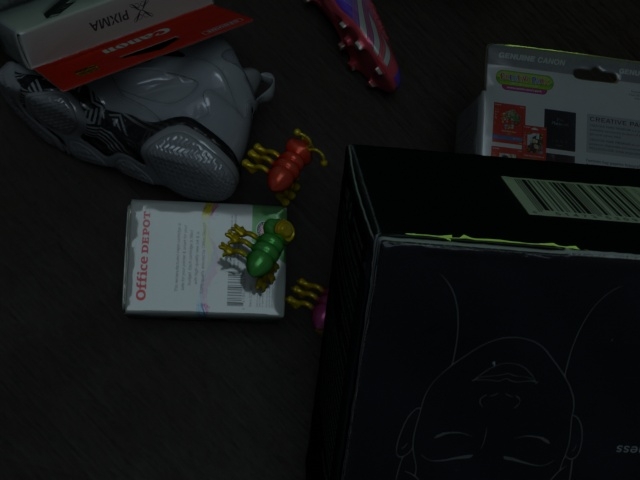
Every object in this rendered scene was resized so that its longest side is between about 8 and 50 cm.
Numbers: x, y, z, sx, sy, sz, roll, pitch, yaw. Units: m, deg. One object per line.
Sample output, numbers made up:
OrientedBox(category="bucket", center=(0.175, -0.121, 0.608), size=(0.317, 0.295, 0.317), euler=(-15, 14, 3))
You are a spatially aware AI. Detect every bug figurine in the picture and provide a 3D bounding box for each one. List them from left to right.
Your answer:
OrientedBox(category="bug figurine", center=(0.000, 0.000, 1.168), size=(0.279, 0.072, 0.216), euler=(43, 59, -24))

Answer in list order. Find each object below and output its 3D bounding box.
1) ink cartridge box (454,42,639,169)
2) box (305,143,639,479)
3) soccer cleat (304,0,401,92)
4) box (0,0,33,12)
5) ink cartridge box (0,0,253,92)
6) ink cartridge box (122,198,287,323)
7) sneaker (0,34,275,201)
OrientedBox(category="ink cartridge box", center=(0.345, -0.103, 1.201), size=(0.309, 0.130, 0.272), euler=(7, 80, -6))
OrientedBox(category="box", center=(0.244, 0.170, 1.019), size=(0.479, 0.297, 0.472), euler=(5, 113, -6))
OrientedBox(category="soccer cleat", center=(0.054, -0.331, 1.303), size=(0.095, 0.083, 0.248), euler=(-35, 83, -16))
OrientedBox(category="box", center=(-0.521, -0.349, 1.169), size=(0.345, 0.215, 0.168), euler=(-37, 85, -12))
OrientedBox(category="ink cartridge box", center=(-0.263, -0.293, 1.164), size=(0.275, 0.239, 0.060), euler=(-27, 124, -23))
OrientedBox(category="ink cartridge box", center=(-0.156, 0.031, 1.203), size=(0.212, 0.093, 0.154), euler=(2, 79, -8))
OrientedBox(category="sneaker", center=(-0.245, -0.204, 1.220), size=(0.365, 0.137, 0.210), euler=(22, 65, 9))
